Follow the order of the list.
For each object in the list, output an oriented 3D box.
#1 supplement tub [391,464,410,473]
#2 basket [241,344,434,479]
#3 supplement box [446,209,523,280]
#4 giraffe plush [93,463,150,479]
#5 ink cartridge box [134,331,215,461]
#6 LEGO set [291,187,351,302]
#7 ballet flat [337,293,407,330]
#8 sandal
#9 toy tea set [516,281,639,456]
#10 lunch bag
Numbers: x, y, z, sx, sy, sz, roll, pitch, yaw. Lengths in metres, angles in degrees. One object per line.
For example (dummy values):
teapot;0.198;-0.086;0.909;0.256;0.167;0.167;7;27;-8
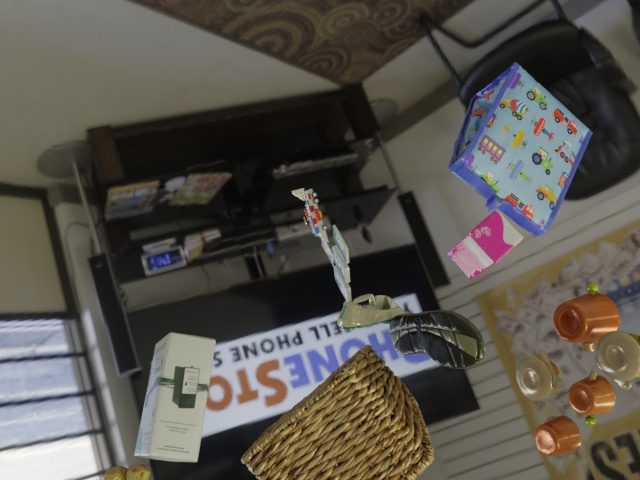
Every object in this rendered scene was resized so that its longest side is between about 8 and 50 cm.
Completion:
supplement tub;0.132;0.619;2.110;0.191;0.191;0.272;-25;118;15
basket;0.046;0.373;1.353;0.299;0.223;0.213;-44;174;14
supplement box;0.458;0.016;2.044;0.111;0.114;0.220;-39;174;-17
giraffe plush;-0.445;0.654;1.703;0.181;0.210;0.171;-14;135;13
ink cartridge box;-0.255;0.277;1.277;0.086;0.209;0.153;14;159;-19
LEGO set;0.000;0.000;1.613;0.060;0.244;0.183;-18;139;-11
ballet flat;0.135;0.169;1.758;0.086;0.086;0.248;-33;158;35
sandal;0.264;0.209;1.625;0.086;0.120;0.302;0;-179;-28
toy tea set;0.490;0.250;1.360;0.124;0.200;0.336;-3;131;-34
lunch bag;0.379;-0.161;1.409;0.138;0.221;0.293;-38;-162;51
